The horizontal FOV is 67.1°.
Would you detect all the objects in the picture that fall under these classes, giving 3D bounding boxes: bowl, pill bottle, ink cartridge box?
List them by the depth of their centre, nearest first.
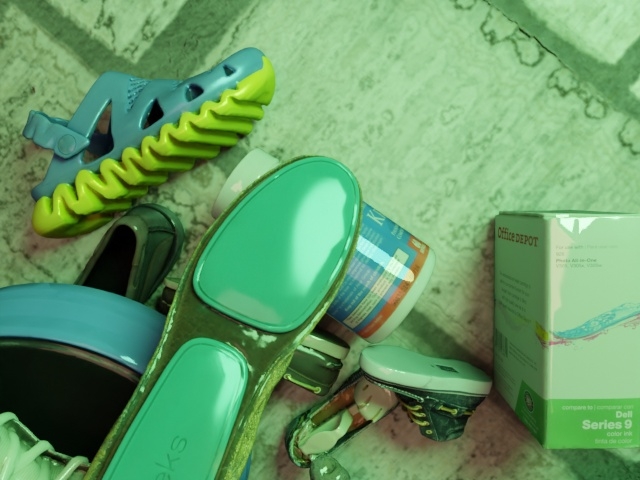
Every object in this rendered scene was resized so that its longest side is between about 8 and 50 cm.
[{"bbox_3d":[0.242,0.075,0.492,0.093,0.154,0.213,-3,94,4],"label":"ink cartridge box"},{"bbox_3d":[0.000,0.000,0.517,0.221,0.124,0.124,35,96,-1],"label":"pill bottle"},{"bbox_3d":[-0.274,0.236,0.522,0.390,0.077,0.392,0,111,1],"label":"bowl"}]

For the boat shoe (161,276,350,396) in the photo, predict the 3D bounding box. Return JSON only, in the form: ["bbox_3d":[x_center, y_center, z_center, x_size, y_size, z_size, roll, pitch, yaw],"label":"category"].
[{"bbox_3d":[-0.082,0.109,0.552,0.227,0.081,0.069,23,92,-1],"label":"boat shoe"}]

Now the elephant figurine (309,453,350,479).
[{"bbox_3d":[0.053,0.386,0.540,0.239,0.169,0.186,27,62,5],"label":"elephant figurine"}]

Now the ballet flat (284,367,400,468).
[{"bbox_3d":[0.038,0.201,0.561,0.188,0.070,0.070,-41,91,5],"label":"ballet flat"}]

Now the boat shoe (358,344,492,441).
[{"bbox_3d":[0.108,0.171,0.523,0.183,0.065,0.083,18,99,-30],"label":"boat shoe"}]

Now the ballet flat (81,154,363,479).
[{"bbox_3d":[-0.073,0.081,0.400,0.123,0.123,0.349,26,67,1],"label":"ballet flat"}]

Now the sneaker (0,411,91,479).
[{"bbox_3d":[-0.270,0.202,0.376,0.447,0.169,0.258,11,113,-1],"label":"sneaker"}]

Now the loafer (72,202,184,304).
[{"bbox_3d":[-0.264,0.092,0.555,0.109,0.095,0.303,29,96,1],"label":"loafer"}]

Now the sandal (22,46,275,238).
[{"bbox_3d":[-0.199,-0.128,0.524,0.317,0.126,0.138,-28,88,4],"label":"sandal"}]
